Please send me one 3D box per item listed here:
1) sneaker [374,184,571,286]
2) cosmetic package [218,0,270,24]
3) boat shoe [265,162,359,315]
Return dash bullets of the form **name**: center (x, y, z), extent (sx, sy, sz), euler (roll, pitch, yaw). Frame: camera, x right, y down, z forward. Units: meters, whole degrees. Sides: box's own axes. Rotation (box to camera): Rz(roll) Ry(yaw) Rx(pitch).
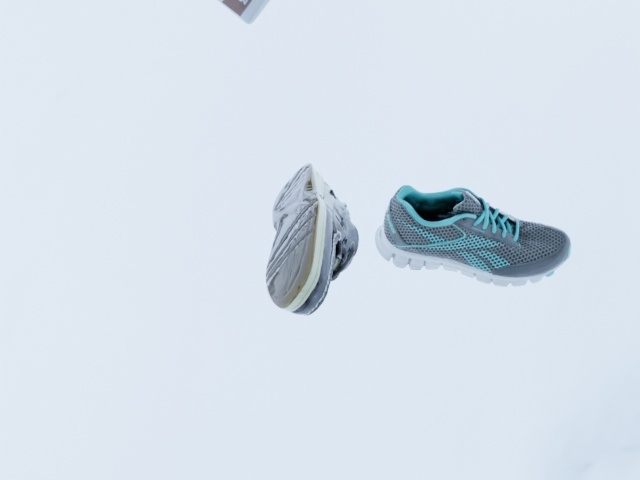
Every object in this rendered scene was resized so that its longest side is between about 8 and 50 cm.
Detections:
- **sneaker**: center (0.130, -0.009, 0.808), extent (0.076, 0.167, 0.065), euler (91, -175, -49)
- **cosmetic package**: center (-0.028, -0.252, 0.694), extent (0.117, 0.085, 0.231), euler (-48, 10, 26)
- **boat shoe**: center (0.000, 0.000, 0.590), extent (0.056, 0.049, 0.152), euler (-49, 18, 24)
